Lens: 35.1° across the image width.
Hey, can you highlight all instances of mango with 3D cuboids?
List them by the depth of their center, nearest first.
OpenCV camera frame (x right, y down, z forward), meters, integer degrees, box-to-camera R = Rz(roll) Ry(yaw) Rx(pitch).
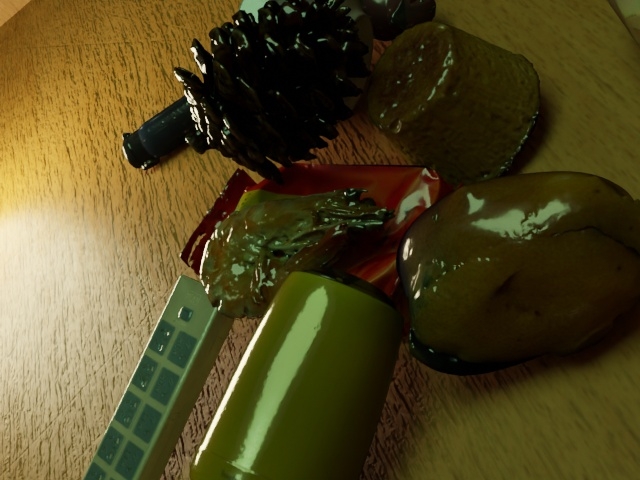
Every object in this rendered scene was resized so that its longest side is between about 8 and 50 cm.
[{"bbox_3d":[0.213,0.025,1.059,0.287,0.201,0.153,-14,25,19],"label":"mango"}]

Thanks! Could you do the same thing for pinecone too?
[{"bbox_3d":[-0.057,-0.199,1.307,0.272,0.224,0.224,-35,37,1],"label":"pinecone"}]

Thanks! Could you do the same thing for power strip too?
[{"bbox_3d":[-0.212,0.206,1.328,0.106,0.043,0.367,19,82,46],"label":"power strip"}]

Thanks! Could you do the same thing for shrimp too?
[{"bbox_3d":[-0.033,0.009,1.214,0.294,0.062,0.154,-21,59,36],"label":"shrimp"}]

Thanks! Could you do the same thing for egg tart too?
[{"bbox_3d":[0.164,-0.175,1.313,0.215,0.170,0.215,-29,49,38],"label":"egg tart"}]

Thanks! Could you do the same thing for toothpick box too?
[{"bbox_3d":[-0.015,0.169,1.100,0.175,0.175,0.271,12,75,48],"label":"toothpick box"}]

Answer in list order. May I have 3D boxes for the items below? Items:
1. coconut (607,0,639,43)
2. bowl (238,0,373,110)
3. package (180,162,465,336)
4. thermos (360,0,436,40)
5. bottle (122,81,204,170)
[{"bbox_3d":[0.436,-0.328,1.183,0.236,0.197,0.237,-21,42,20],"label":"coconut"},{"bbox_3d":[-0.015,-0.278,1.521,0.143,0.287,0.287,16,63,19],"label":"bowl"},{"bbox_3d":[0.000,0.000,1.332,0.423,0.123,0.196,4,56,46],"label":"package"},{"bbox_3d":[0.079,-0.388,1.668,0.330,0.136,0.110,26,102,52],"label":"thermos"},{"bbox_3d":[-0.249,-0.212,1.821,0.244,0.082,0.072,-29,-6,18],"label":"bottle"}]
